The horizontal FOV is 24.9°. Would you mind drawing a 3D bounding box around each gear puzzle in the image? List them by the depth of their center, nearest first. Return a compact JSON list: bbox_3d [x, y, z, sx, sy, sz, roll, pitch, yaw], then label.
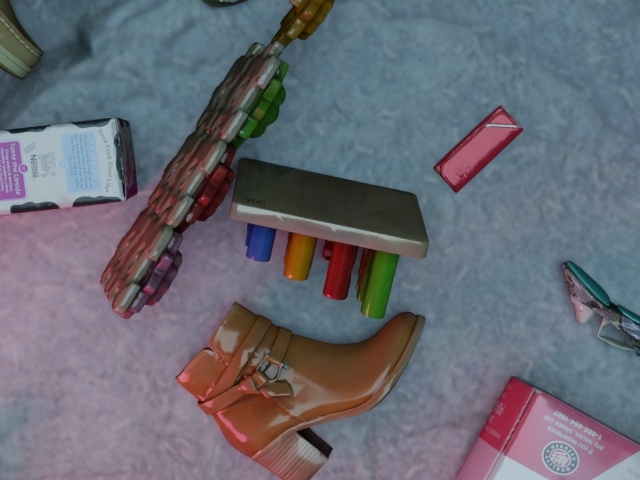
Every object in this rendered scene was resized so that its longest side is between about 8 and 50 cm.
[{"bbox_3d":[-0.075,-0.085,1.211,0.044,0.175,0.339,32,89,-15],"label":"gear puzzle"}]

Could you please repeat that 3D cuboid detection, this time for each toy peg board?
[{"bbox_3d":[0.000,0.000,1.230,0.160,0.161,0.079,11,105,-4],"label":"toy peg board"}]

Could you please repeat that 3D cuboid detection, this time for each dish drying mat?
[{"bbox_3d":[0.142,-0.082,1.304,0.083,0.008,0.032,-43,94,-2],"label":"dish drying mat"}]

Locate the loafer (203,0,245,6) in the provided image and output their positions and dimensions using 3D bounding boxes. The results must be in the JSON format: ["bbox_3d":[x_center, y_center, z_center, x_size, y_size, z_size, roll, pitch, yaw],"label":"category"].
[{"bbox_3d":[-0.043,-0.254,1.267,0.148,0.050,0.056,-31,93,-2],"label":"loafer"}]

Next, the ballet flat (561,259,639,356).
[{"bbox_3d":[0.253,0.066,1.301,0.114,0.041,0.041,37,89,-3],"label":"ballet flat"}]

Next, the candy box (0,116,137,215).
[{"bbox_3d":[-0.274,-0.055,1.205,0.233,0.159,0.071,-7,94,-3],"label":"candy box"}]

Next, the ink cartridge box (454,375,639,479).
[{"bbox_3d":[0.194,0.291,1.261,0.207,0.117,0.283,29,89,-4],"label":"ink cartridge box"}]

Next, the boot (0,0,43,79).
[{"bbox_3d":[-0.264,-0.290,1.233,0.203,0.095,0.262,-35,87,-3],"label":"boot"}]

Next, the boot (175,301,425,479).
[{"bbox_3d":[-0.017,0.102,1.269,0.152,0.073,0.197,42,86,1],"label":"boot"}]
